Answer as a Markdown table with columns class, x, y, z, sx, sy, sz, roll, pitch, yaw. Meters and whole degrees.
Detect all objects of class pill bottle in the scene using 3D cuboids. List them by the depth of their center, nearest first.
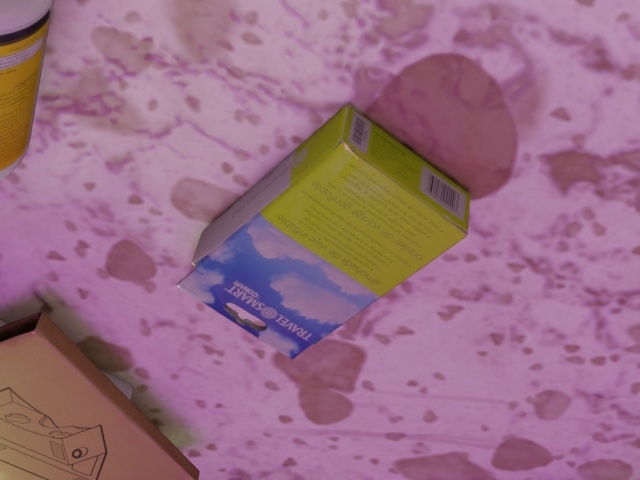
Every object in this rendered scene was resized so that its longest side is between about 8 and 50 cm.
| class | x | y | z | sx | sy | sz | roll | pitch | yaw |
| --- | --- | --- | --- | --- | --- | --- | --- | --- | --- |
| pill bottle | -0.219 | -0.094 | 0.897 | 0.103 | 0.103 | 0.184 | 16 | 134 | -6 |

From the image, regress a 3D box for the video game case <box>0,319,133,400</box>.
| class | x | y | z | sx | sy | sz | roll | pitch | yaw |
| --- | --- | --- | --- | --- | --- | --- | --- | --- | --- |
| video game case | -0.303 | 0.150 | 1.208 | 0.204 | 0.025 | 0.285 | 29 | 132 | -18 |

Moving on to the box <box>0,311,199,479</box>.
| class | x | y | z | sx | sy | sz | roll | pitch | yaw |
| --- | --- | --- | --- | --- | --- | --- | --- | --- | --- |
| box | -0.214 | 0.145 | 1.155 | 0.164 | 0.021 | 0.201 | -20 | 127 | 26 |

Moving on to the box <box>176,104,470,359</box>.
| class | x | y | z | sx | sy | sz | roll | pitch | yaw |
| --- | --- | --- | --- | --- | --- | --- | --- | --- | --- |
| box | 0.000 | 0.000 | 0.994 | 0.109 | 0.042 | 0.178 | 35 | 130 | -22 |
